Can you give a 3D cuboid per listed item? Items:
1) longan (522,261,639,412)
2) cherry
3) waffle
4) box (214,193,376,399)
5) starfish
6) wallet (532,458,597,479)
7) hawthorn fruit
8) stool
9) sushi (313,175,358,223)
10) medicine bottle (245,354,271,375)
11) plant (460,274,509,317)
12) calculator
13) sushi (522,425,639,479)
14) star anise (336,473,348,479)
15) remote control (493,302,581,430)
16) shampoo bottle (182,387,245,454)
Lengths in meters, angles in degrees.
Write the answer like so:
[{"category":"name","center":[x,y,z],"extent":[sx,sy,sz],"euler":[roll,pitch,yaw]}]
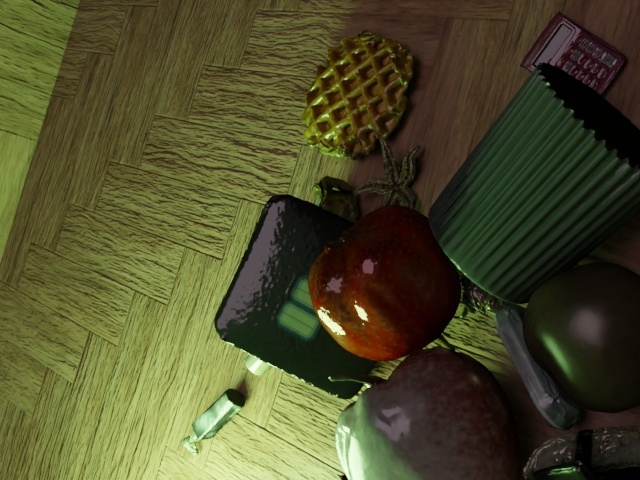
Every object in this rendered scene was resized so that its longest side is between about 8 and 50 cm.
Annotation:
[{"category":"longan","center":[0.450,0.156,1.474],"extent":[0.246,0.215,0.246],"euler":[-169,90,-72]},{"category":"cherry","center":[0.187,0.366,1.620],"extent":[0.326,0.291,0.335],"euler":[-17,81,22]},{"category":"waffle","center":[0.078,-0.336,2.087],"extent":[0.325,0.068,0.302],"euler":[20,93,44]},{"category":"box","center":[-0.010,0.116,1.904],"extent":[0.359,0.091,0.350],"euler":[26,96,4]},{"category":"starfish","center":[0.142,-0.114,1.965],"extent":[0.176,0.053,0.208],"euler":[0,79,34]},{"category":"wallet","center":[0.437,0.455,1.425],"extent":[0.244,0.025,0.124],"euler":[54,148,3]},{"category":"hawthorn fruit","center":[0.146,0.104,1.729],"extent":[0.287,0.330,0.287],"euler":[-41,15,13]},{"category":"stool","center":[0.379,-0.088,1.575],"extent":[0.330,0.297,0.297],"euler":[-50,49,28]},{"category":"sushi","center":[0.005,-0.001,2.015],"extent":[0.131,0.139,0.291],"euler":[4,82,53]},{"category":"medicine bottle","center":[-0.085,0.214,2.089],"extent":[0.231,0.059,0.059],"euler":[-49,49,23]},{"category":"plant","center":[0.309,0.100,1.745],"extent":[0.116,0.104,0.122],"euler":[-62,1,-39]},{"category":"calculator","center":[0.477,-0.337,1.725],"extent":[0.127,0.034,0.190],"euler":[-54,53,17]},{"category":"sushi","center":[0.452,0.361,1.498],"extent":[0.273,0.134,0.109],"euler":[-18,51,56]},{"category":"star anise","center":[0.089,0.488,1.851],"extent":[0.158,0.144,0.140],"euler":[-18,110,47]},{"category":"remote control","center":[0.382,0.217,1.601],"extent":[0.052,0.104,0.247],"euler":[-42,53,29]},{"category":"shampoo bottle","center":[-0.262,0.439,2.197],"extent":[0.208,0.057,0.063],"euler":[-47,58,27]}]
